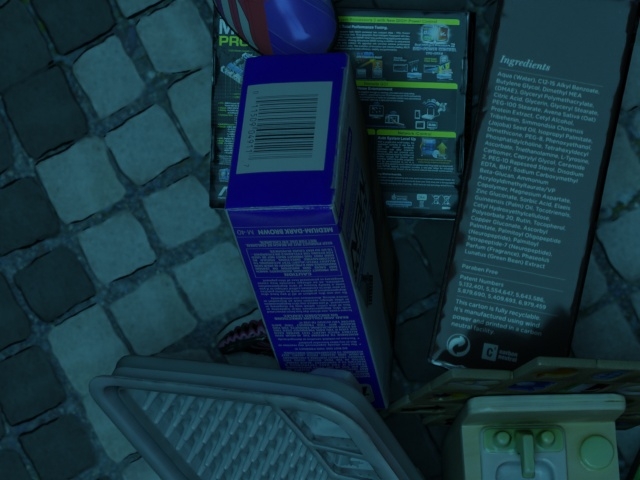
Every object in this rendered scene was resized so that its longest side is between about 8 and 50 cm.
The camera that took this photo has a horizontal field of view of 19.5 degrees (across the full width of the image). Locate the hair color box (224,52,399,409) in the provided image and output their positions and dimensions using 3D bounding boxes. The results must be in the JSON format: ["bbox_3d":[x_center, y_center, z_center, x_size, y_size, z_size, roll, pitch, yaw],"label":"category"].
[{"bbox_3d":[0.000,0.000,1.789,0.110,0.339,0.185,-1,54,10],"label":"hair color box"}]

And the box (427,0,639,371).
[{"bbox_3d":[0.214,-0.063,1.834,0.143,0.191,0.381,10,99,9],"label":"box"}]

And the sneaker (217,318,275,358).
[{"bbox_3d":[-0.051,0.110,1.980,0.119,0.047,0.057,-15,105,13],"label":"sneaker"}]

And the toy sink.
[{"bbox_3d":[0.209,0.237,1.817,0.153,0.234,0.131,-1,73,-4],"label":"toy sink"}]

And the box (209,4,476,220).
[{"bbox_3d":[0.022,-0.135,1.927,0.270,0.060,0.216,2,96,10],"label":"box"}]

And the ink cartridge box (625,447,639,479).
[{"bbox_3d":[0.400,0.308,1.892,0.208,0.087,0.153,22,100,7],"label":"ink cartridge box"}]

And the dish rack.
[{"bbox_3d":[-0.044,0.205,1.866,0.333,0.285,0.072,3,53,34],"label":"dish rack"}]

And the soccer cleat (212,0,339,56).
[{"bbox_3d":[-0.090,-0.311,1.862,0.108,0.116,0.318,-31,74,3],"label":"soccer cleat"}]

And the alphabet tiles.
[{"bbox_3d":[0.253,0.149,1.776,0.342,0.285,0.011,3,73,-17],"label":"alphabet tiles"}]
